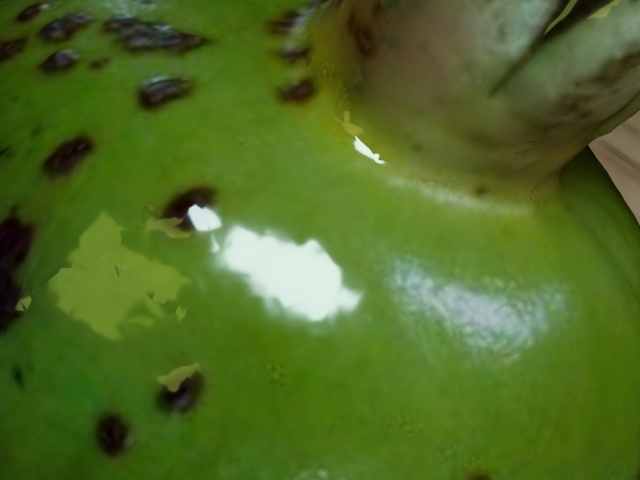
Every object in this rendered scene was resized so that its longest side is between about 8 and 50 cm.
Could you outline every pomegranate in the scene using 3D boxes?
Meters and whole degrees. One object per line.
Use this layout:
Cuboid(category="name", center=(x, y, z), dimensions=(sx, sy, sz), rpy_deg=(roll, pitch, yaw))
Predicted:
Cuboid(category="pomegranate", center=(0.000, 0.000, 0.441), dimensions=(0.248, 0.202, 0.202), rpy_deg=(-54, 53, 37))
